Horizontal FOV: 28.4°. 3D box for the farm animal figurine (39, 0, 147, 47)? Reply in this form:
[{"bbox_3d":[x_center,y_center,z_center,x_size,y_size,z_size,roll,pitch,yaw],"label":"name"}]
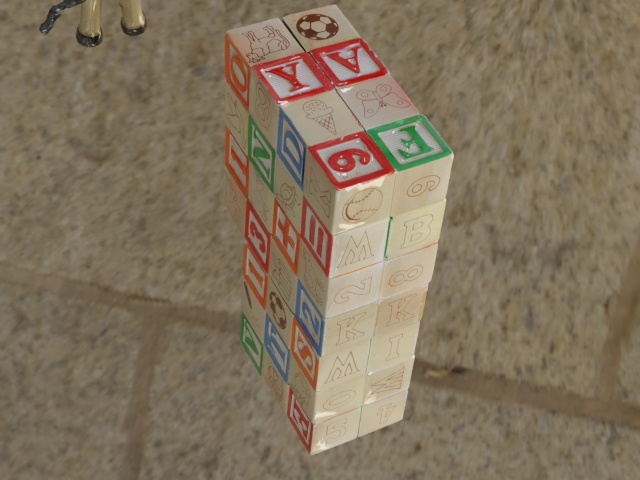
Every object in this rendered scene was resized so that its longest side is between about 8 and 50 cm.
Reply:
[{"bbox_3d":[-0.160,-0.340,0.935,0.326,0.172,0.330,-35,71,-25],"label":"farm animal figurine"}]

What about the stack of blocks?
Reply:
[{"bbox_3d":[0.000,0.000,0.940,0.087,0.171,0.297,-18,141,-21],"label":"stack of blocks"}]
